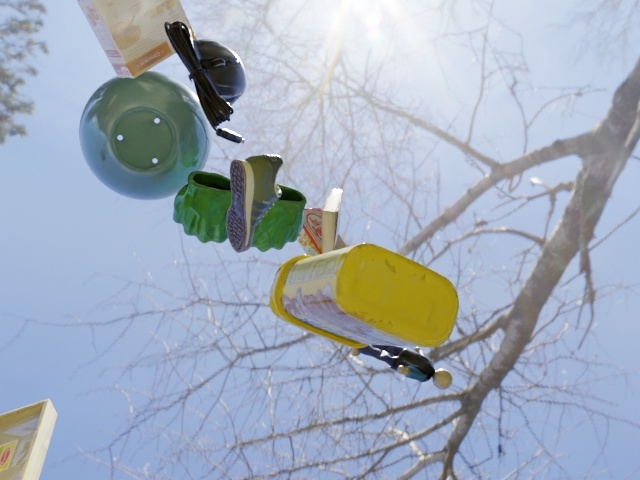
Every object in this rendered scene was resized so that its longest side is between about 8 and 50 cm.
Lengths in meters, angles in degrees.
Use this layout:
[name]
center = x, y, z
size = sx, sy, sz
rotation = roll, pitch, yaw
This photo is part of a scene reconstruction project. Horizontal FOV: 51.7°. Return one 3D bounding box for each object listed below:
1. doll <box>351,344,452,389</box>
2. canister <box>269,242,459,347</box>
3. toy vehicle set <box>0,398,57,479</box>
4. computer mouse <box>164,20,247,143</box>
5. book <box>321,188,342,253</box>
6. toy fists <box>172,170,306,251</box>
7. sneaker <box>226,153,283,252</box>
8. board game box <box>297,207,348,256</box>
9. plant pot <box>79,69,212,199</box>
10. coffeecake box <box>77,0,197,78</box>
[doll]
center = 0.160, 0.226, 1.239
size = 0.188, 0.046, 0.129
rotation = 20, -164, 24
[canister]
center = 0.035, 0.056, 0.625
size = 0.126, 0.170, 0.073
rotation = 24, -105, -18
[toy vehicle set]
center = -0.502, 0.345, 0.984
size = 0.165, 0.035, 0.267
rotation = -17, -160, -7
[computer mouse]
center = -0.144, -0.236, 1.028
size = 0.060, 0.262, 0.184
rotation = -25, -92, 7
[book]
center = 0.024, -0.038, 1.351
size = 0.035, 0.096, 0.144
rotation = 5, -158, 5
[toy fists]
center = -0.169, -0.057, 1.390
size = 0.279, 0.142, 0.096
rotation = 8, -148, -22
[sneaker]
center = -0.100, -0.061, 1.070
size = 0.086, 0.192, 0.064
rotation = -22, -126, -29
[board game box]
center = 0.000, 0.000, 1.782
size = 0.194, 0.045, 0.146
rotation = 55, -152, 15
[plant pot]
center = -0.370, -0.218, 1.402
size = 0.290, 0.291, 0.195
rotation = -9, -167, -12
[coffeecake box]
center = -0.314, -0.389, 1.105
size = 0.142, 0.186, 0.068
rotation = -41, -143, -26
